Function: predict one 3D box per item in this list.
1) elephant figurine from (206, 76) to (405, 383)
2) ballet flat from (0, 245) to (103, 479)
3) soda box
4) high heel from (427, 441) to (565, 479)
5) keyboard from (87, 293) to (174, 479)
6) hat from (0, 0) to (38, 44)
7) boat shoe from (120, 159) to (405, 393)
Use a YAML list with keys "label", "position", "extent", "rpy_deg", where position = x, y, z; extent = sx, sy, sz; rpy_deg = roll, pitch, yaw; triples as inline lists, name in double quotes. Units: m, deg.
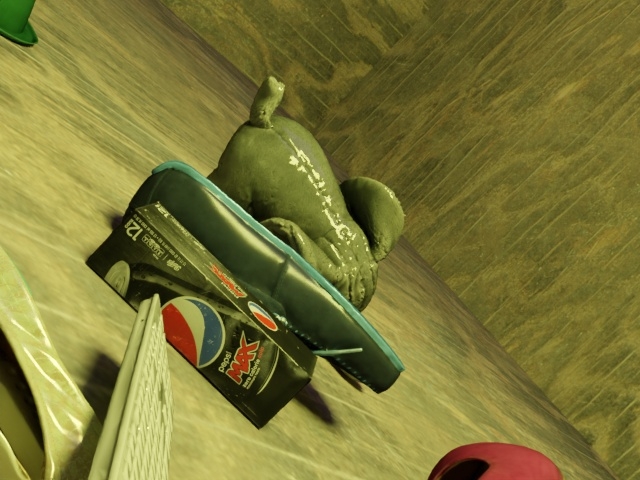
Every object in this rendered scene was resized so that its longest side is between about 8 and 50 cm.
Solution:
- label: "elephant figurine"
  position: [0.000, 0.000, 0.831]
  extent: [0.239, 0.169, 0.186]
  rpy_deg: [44, 2, 21]
- label: "ballet flat"
  position: [-0.139, 0.046, 0.345]
  extent: [0.168, 0.057, 0.052]
  rpy_deg: [47, 18, 20]
- label: "soda box"
  position: [-0.080, 0.050, 0.601]
  extent: [0.169, 0.053, 0.060]
  rpy_deg: [44, 9, -2]
- label: "high heel"
  position: [0.064, 0.177, 0.531]
  extent: [0.181, 0.127, 0.377]
  rpy_deg: [23, -3, -2]
- label: "keyboard"
  position: [-0.075, 0.086, 0.368]
  extent: [0.256, 0.014, 0.072]
  rpy_deg: [-128, -153, -78]
- label: "hat"
  position: [-0.310, -0.327, 0.885]
  extent: [0.173, 0.183, 0.208]
  rpy_deg: [40, 10, -34]
- label: "boat shoe"
  position: [-0.049, 0.045, 0.694]
  extent: [0.258, 0.089, 0.109]
  rpy_deg: [40, -5, 2]
